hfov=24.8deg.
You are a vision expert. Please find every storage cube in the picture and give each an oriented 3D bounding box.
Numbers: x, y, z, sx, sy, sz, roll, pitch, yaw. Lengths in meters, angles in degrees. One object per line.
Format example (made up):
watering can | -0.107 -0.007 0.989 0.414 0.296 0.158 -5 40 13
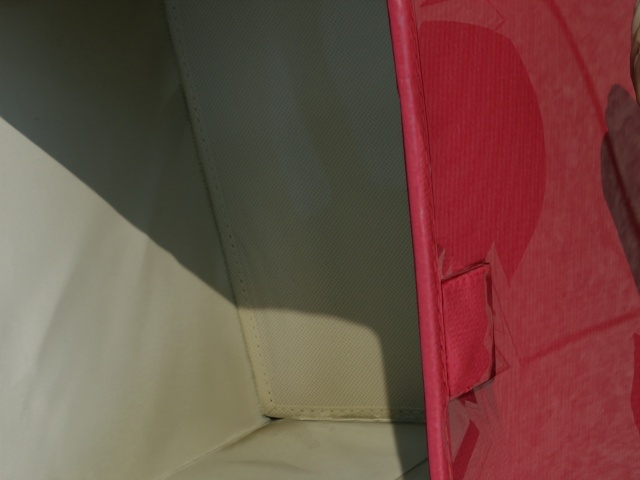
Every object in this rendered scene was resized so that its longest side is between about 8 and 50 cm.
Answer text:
storage cube | 0.000 0.000 0.439 0.183 0.193 0.215 1 101 34

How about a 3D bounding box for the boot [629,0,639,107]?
boot | 0.131 0.076 0.325 0.095 0.262 0.203 -16 29 47
